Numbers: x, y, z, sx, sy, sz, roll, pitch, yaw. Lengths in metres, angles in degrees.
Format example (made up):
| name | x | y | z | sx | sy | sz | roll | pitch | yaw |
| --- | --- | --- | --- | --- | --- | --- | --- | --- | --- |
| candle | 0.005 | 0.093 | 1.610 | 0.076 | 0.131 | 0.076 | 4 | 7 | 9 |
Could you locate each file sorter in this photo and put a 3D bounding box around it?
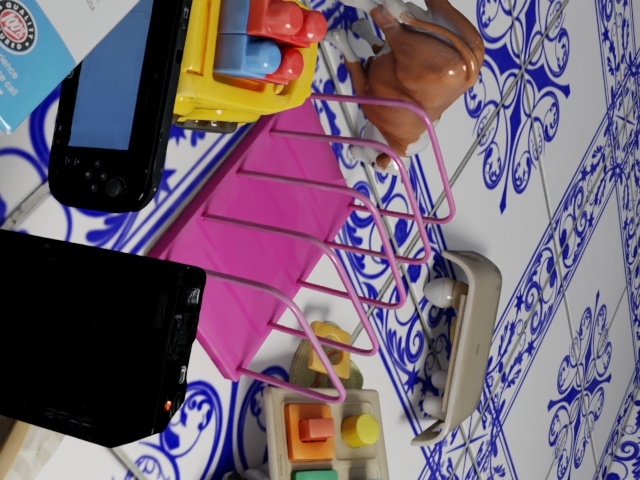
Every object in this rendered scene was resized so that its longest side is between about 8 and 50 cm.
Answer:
| name | x | y | z | sx | sy | sz | roll | pitch | yaw |
| --- | --- | --- | --- | --- | --- | --- | --- | --- | --- |
| file sorter | 0.000 | 0.000 | 0.875 | 0.291 | 0.182 | 0.202 | -56 | 139 | -30 |

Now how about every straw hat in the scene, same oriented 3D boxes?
| name | x | y | z | sx | sy | sz | roll | pitch | yaw |
| --- | --- | --- | --- | --- | --- | --- | --- | --- | --- |
| straw hat | 0.023 | 0.184 | 1.062 | 0.144 | 0.061 | 0.145 | -19 | 114 | -51 |

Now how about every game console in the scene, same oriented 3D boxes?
| name | x | y | z | sx | sy | sz | roll | pitch | yaw |
| --- | --- | --- | --- | --- | --- | --- | --- | --- | --- |
| game console | -0.175 | -0.043 | 0.594 | 0.044 | 0.213 | 0.362 | 15 | 84 | -67 |

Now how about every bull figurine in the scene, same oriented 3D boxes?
| name | x | y | z | sx | sy | sz | roll | pitch | yaw |
| --- | --- | --- | --- | --- | --- | --- | --- | --- | --- |
| bull figurine | 0.089 | -0.192 | 0.935 | 0.101 | 0.310 | 0.188 | -34 | 88 | -21 |

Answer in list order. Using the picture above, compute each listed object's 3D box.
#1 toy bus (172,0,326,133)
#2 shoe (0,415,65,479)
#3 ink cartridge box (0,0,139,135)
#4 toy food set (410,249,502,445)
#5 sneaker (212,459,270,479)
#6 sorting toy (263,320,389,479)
| name | x | y | z | sx | sy | sz | roll | pitch | yaw |
| --- | --- | --- | --- | --- | --- | --- | --- | --- | --- |
| toy bus | -0.076 | -0.169 | 0.701 | 0.220 | 0.211 | 0.150 | 0 | 97 | -56 |
| shoe | -0.277 | 0.224 | 0.634 | 0.058 | 0.076 | 0.219 | 53 | 54 | -40 |
| ink cartridge box | -0.215 | -0.232 | 0.495 | 0.270 | 0.197 | 0.198 | -57 | 139 | -29 |
| toy food set | 0.215 | 0.169 | 1.324 | 0.219 | 0.092 | 0.306 | 3 | 97 | -67 |
| sneaker | -0.034 | 0.324 | 0.994 | 0.292 | 0.110 | 0.118 | -10 | 115 | -45 |
| sorting toy | 0.022 | 0.258 | 0.938 | 0.196 | 0.047 | 0.348 | 12 | 63 | -41 |
